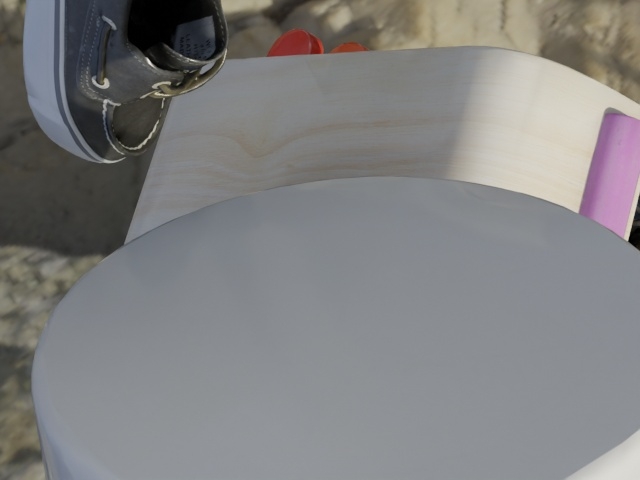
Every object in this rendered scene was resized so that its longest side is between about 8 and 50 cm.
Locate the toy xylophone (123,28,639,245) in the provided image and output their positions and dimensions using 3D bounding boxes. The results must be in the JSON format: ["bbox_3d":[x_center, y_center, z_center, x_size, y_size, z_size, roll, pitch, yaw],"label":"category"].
[{"bbox_3d":[0.000,0.000,0.729,0.323,0.081,0.236,16,82,48],"label":"toy xylophone"}]

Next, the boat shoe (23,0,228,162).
[{"bbox_3d":[-0.074,-0.099,0.610,0.076,0.080,0.228,30,146,13],"label":"boat shoe"}]

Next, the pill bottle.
[{"bbox_3d":[0.019,0.179,0.458,0.210,0.210,0.362,11,122,24],"label":"pill bottle"}]

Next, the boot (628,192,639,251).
[{"bbox_3d":[0.168,0.064,0.929,0.138,0.377,0.284,42,118,32],"label":"boot"}]
